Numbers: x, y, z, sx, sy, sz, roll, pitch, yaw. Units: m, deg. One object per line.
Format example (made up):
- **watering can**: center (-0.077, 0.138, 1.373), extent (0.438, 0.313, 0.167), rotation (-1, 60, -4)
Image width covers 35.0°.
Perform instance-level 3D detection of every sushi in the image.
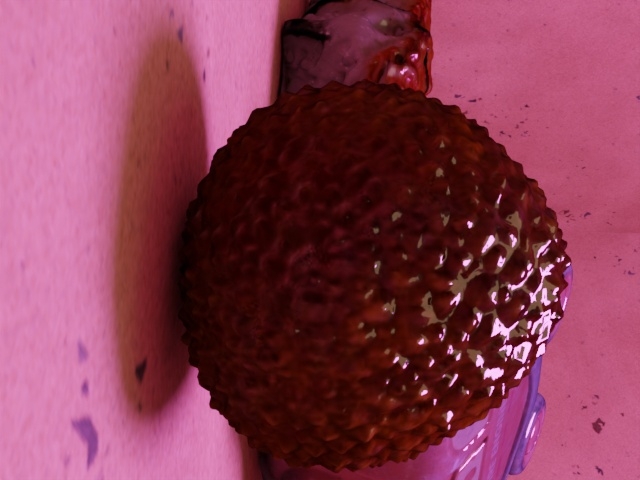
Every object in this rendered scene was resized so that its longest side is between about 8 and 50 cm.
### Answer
- **sushi**: center (0.033, -0.160, 0.892), extent (0.332, 0.130, 0.124), rotation (-66, 163, -62)

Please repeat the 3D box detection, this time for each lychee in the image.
- **lychee**: center (0.017, 0.018, 0.493), extent (0.194, 0.195, 0.194), rotation (2, 90, -84)

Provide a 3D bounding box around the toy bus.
- **toy bus**: center (0.051, 0.113, 0.758), extent (0.232, 0.197, 0.294), rotation (-45, 147, -46)
